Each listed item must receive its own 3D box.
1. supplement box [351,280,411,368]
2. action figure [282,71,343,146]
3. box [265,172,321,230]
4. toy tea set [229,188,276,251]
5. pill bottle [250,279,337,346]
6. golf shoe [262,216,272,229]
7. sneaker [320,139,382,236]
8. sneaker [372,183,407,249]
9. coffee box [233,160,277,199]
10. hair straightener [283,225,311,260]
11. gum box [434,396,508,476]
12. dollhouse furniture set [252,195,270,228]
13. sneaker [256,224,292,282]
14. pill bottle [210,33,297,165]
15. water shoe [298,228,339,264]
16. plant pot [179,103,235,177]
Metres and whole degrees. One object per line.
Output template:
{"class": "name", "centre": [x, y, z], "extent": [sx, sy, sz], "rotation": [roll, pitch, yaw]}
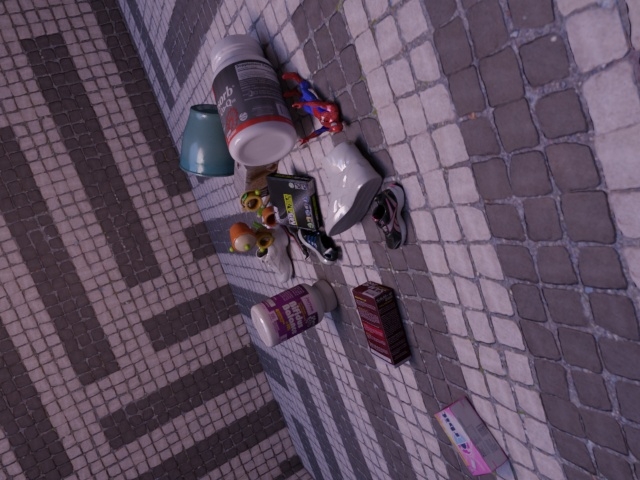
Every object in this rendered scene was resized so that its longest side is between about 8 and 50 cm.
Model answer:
{"class": "supplement box", "centre": [0.186, 0.254, 1.431], "extent": [0.130, 0.073, 0.240], "rotation": [14, 125, 62]}
{"class": "action figure", "centre": [-0.049, -0.360, 1.291], "extent": [0.280, 0.139, 0.092], "rotation": [46, 151, 35]}
{"class": "box", "centre": [-0.093, -0.135, 1.629], "extent": [0.184, 0.045, 0.191], "rotation": [11, 126, 31]}
{"class": "toy tea set", "centre": [-0.218, -0.079, 1.769], "extent": [0.124, 0.199, 0.336], "rotation": [56, 133, 44]}
{"class": "pill bottle", "centre": [-0.094, 0.263, 1.765], "extent": [0.169, 0.301, 0.169], "rotation": [49, 153, 36]}
{"class": "golf shoe", "centre": [-0.237, -0.028, 2.089], "extent": [0.067, 0.085, 0.186], "rotation": [34, 140, 54]}
{"class": "sneaker", "centre": [0.059, -0.147, 1.303], "extent": [0.169, 0.108, 0.293], "rotation": [60, 147, 20]}
{"class": "sneaker", "centre": [0.164, -0.053, 1.178], "extent": [0.072, 0.077, 0.178], "rotation": [37, 144, 52]}
{"class": "coffee box", "centre": [-0.255, -0.261, 1.832], "extent": [0.098, 0.141, 0.247], "rotation": [58, 157, 18]}
{"class": "hair straightener", "centre": [-0.095, -0.025, 1.816], "extent": [0.231, 0.047, 0.089], "rotation": [62, 157, 24]}
{"class": "gum box", "centre": [0.395, 0.520, 1.236], "extent": [0.188, 0.062, 0.107], "rotation": [57, 156, 22]}
{"class": "dollhouse furniture set", "centre": [-0.227, -0.119, 1.972], "extent": [0.058, 0.152, 0.076], "rotation": [24, 159, -2]}
{"class": "sneaker", "centre": [-0.209, 0.072, 2.034], "extent": [0.114, 0.152, 0.305], "rotation": [36, 145, 42]}
{"class": "pill bottle", "centre": [-0.217, -0.433, 1.449], "extent": [0.210, 0.210, 0.363], "rotation": [120, 135, -63]}
{"class": "water shoe", "centre": [0.000, 0.000, 1.632], "extent": [0.203, 0.072, 0.080], "rotation": [44, 128, 35]}
{"class": "plant pot", "centre": [-0.462, -0.437, 1.999], "extent": [0.271, 0.271, 0.256], "rotation": [40, 131, 47]}
